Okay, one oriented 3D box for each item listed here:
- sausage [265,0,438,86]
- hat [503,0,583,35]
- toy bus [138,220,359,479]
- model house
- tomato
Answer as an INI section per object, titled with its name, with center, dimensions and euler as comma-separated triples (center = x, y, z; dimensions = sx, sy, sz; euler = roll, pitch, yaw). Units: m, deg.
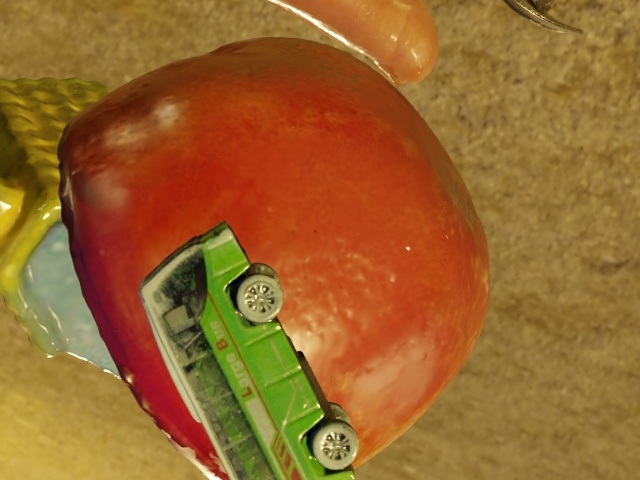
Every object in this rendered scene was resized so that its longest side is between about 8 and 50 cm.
[sausage]
center = -0.030, -0.188, 0.820
dimensions = 0.304, 0.078, 0.078
euler = 26, 158, -29
[hat]
center = 0.130, -0.177, 0.791
dimensions = 0.121, 0.050, 0.121
euler = 43, -169, -10
[toy bus]
center = -0.017, 0.038, 0.327
dimensions = 0.083, 0.037, 0.031
euler = 64, 178, -5
[model house]
center = -0.213, -0.016, 1.157
dimensions = 0.303, 0.215, 0.237
euler = 35, -168, -45
[tomato]
center = 0.000, 0.000, 0.558
dimensions = 0.140, 0.233, 0.200
euler = -21, 102, 20
